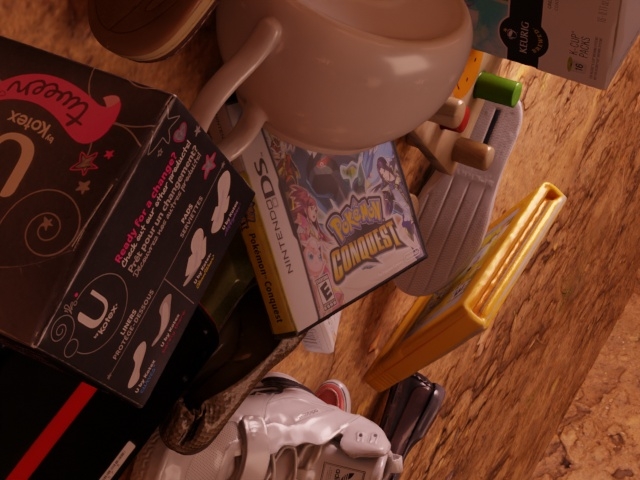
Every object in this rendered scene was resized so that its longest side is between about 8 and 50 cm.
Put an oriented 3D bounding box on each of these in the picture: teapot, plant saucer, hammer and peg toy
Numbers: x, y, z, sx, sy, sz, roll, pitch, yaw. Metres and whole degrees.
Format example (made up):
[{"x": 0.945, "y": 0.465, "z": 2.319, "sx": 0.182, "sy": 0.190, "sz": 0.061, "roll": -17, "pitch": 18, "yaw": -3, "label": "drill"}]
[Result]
[{"x": 0.005, "y": -0.165, "z": 1.049, "sx": 0.252, "sy": 0.256, "sz": 0.187, "roll": -97, "pitch": -154, "yaw": -48, "label": "teapot"}, {"x": -0.126, "y": 0.052, "z": 1.160, "sx": 0.188, "sy": 0.045, "sz": 0.188, "roll": -54, "pitch": 153, "yaw": -29, "label": "plant saucer"}, {"x": 0.163, "y": -0.185, "z": 1.470, "sx": 0.361, "sy": 0.127, "sz": 0.266, "roll": -66, "pitch": 156, "yaw": -5, "label": "hammer and peg toy"}]

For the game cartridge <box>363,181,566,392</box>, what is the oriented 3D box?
[{"x": 0.211, "y": 0.075, "z": 1.706, "sx": 0.285, "sy": 0.053, "sz": 0.324, "roll": -52, "pitch": -174, "yaw": -34, "label": "game cartridge"}]

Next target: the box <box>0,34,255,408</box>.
[{"x": -0.196, "y": -0.030, "z": 0.688, "sx": 0.163, "sy": 0.247, "sz": 0.142, "roll": -63, "pitch": 157, "yaw": -12, "label": "box"}]

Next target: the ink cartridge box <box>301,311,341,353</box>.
[{"x": 0.000, "y": 0.000, "z": 1.358, "sx": 0.206, "sy": 0.045, "sz": 0.208, "roll": 71, "pitch": 28, "yaw": -57, "label": "ink cartridge box"}]

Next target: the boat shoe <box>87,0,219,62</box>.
[{"x": -0.070, "y": -0.279, "z": 0.916, "sx": 0.341, "sy": 0.123, "sz": 0.123, "roll": -69, "pitch": 156, "yaw": -15, "label": "boat shoe"}]

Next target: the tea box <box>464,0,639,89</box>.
[{"x": 0.225, "y": -0.382, "z": 1.194, "sx": 0.329, "sy": 0.324, "sz": 0.220, "roll": -54, "pitch": 154, "yaw": -31, "label": "tea box"}]

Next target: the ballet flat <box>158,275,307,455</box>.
[{"x": -0.082, "y": 0.108, "z": 1.152, "sx": 0.250, "sy": 0.084, "sz": 0.058, "roll": -52, "pitch": 154, "yaw": -21, "label": "ballet flat"}]

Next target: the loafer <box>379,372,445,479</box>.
[{"x": 0.093, "y": 0.348, "z": 1.855, "sx": 0.302, "sy": 0.095, "sz": 0.109, "roll": -57, "pitch": -176, "yaw": -15, "label": "loafer"}]

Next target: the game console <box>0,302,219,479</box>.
[{"x": -0.252, "y": 0.153, "z": 0.924, "sx": 0.386, "sy": 0.060, "sz": 0.342, "roll": -53, "pitch": 155, "yaw": -16, "label": "game console"}]

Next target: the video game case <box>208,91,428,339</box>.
[{"x": 0.005, "y": -0.058, "z": 1.190, "sx": 0.275, "sy": 0.035, "sz": 0.248, "roll": -27, "pitch": 102, "yaw": -52, "label": "video game case"}]

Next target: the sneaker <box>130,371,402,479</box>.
[{"x": -0.047, "y": 0.252, "z": 1.291, "sx": 0.366, "sy": 0.210, "sz": 0.137, "roll": -6, "pitch": 115, "yaw": -64, "label": "sneaker"}]

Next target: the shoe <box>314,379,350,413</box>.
[{"x": -0.015, "y": 0.280, "z": 1.566, "sx": 0.081, "sy": 0.064, "sz": 0.178, "roll": 0, "pitch": 113, "yaw": -68, "label": "shoe"}]

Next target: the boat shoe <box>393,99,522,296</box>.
[{"x": 0.213, "y": -0.069, "z": 1.685, "sx": 0.335, "sy": 0.121, "sz": 0.119, "roll": -62, "pitch": 174, "yaw": 7, "label": "boat shoe"}]
